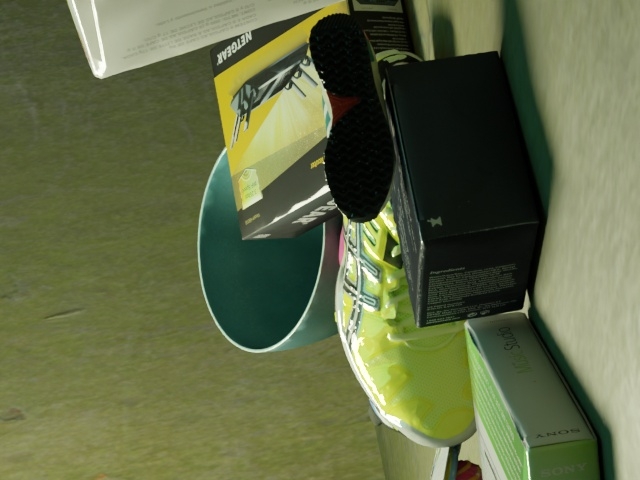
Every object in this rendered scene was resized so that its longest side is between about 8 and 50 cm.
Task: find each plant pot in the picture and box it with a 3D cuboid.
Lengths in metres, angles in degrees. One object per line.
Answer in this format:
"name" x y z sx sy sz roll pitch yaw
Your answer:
"plant pot" 0.000 0.000 2.108 0.290 0.195 0.290 -7 81 55

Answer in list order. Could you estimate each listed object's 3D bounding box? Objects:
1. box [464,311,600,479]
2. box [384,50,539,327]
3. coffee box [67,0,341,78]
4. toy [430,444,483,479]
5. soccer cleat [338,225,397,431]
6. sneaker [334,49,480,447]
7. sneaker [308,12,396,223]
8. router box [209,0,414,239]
"box" 0.176 0.246 1.286 0.232 0.058 0.322 -107 7 -68
"box" 0.106 -0.038 1.285 0.158 0.093 0.156 85 176 -63
"coffee box" -0.107 -0.405 1.407 0.338 0.337 0.334 83 167 -65
"toy" 0.134 0.244 1.622 0.137 0.056 0.237 98 -179 -58
"soccer cleat" 0.100 0.059 1.835 0.143 0.116 0.331 116 154 -43
"sneaker" 0.077 0.007 1.548 0.147 0.145 0.385 112 146 -84
"sneaker" 0.031 -0.094 1.276 0.075 0.057 0.161 1 -101 -76
"router box" -0.007 -0.156 1.861 0.309 0.081 0.243 -29 69 55
